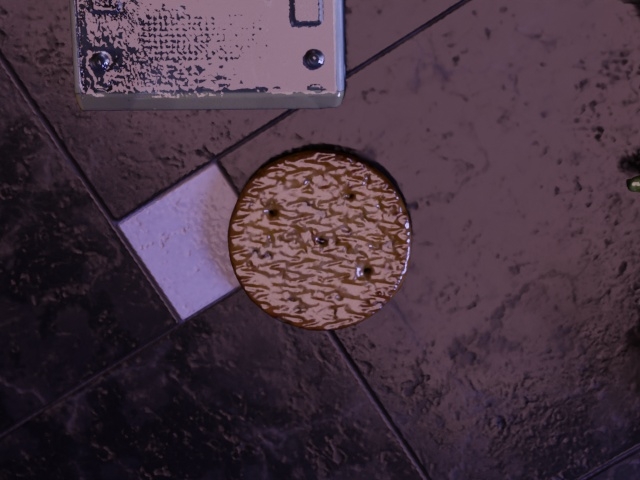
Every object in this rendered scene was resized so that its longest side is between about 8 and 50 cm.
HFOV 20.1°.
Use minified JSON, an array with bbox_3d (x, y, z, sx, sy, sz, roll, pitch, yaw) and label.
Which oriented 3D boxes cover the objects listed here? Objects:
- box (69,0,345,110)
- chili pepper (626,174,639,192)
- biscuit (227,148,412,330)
[{"bbox_3d":[-0.111,-0.229,1.756,0.270,0.045,0.211,1,105,4],"label":"box"},{"bbox_3d":[0.429,-0.077,1.731,0.270,0.099,0.136,-14,127,1],"label":"chili pepper"},{"bbox_3d":[0.000,0.000,1.812,0.188,0.027,0.188,1,102,3],"label":"biscuit"}]
